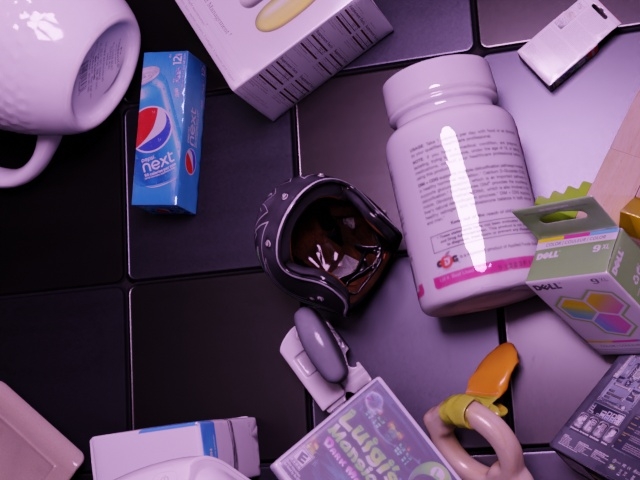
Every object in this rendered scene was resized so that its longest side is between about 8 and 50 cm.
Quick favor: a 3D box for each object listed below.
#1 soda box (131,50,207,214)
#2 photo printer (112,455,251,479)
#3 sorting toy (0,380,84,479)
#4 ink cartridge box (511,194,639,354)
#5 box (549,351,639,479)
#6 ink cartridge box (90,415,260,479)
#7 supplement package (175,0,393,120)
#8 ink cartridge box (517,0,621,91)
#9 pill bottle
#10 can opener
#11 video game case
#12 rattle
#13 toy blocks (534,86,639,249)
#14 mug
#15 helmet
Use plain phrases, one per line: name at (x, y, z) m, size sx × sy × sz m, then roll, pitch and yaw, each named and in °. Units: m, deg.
soda box at (-0.201, -0.143, 1.501) m, size 0.067 × 0.071 × 0.210 m, roll 0°, pitch 81°, yaw 17°
photo printer at (-0.134, 0.364, 1.254) m, size 0.256 × 0.307 × 0.107 m, roll -31°, pitch 32°, yaw 30°
sorting toy at (-0.431, 0.315, 1.508) m, size 0.348 × 0.047 × 0.196 m, roll 36°, pitch 88°, yaw 19°
ink cartridge box at (0.299, 0.044, 1.216) m, size 0.109 × 0.209 × 0.062 m, roll -10°, pitch 47°, yaw 49°
box at (0.378, 0.199, 1.182) m, size 0.183 × 0.059 × 0.233 m, roll -50°, pitch 27°, yaw -10°
ink cartridge box at (-0.170, 0.261, 1.359) m, size 0.140 × 0.191 × 0.082 m, roll -11°, pitch 79°, yaw 15°
supplement package at (-0.054, -0.303, 1.443) m, size 0.203 × 0.149 × 0.194 m, roll -36°, pitch 72°, yaw 9°
ink cartridge box at (0.308, -0.246, 1.387) m, size 0.115 × 0.029 × 0.063 m, roll -40°, pitch 71°, yaw 6°
pill bottle at (0.167, -0.064, 1.329) m, size 0.160 × 0.160 × 0.283 m, roll -15°, pitch 77°, yaw 14°
can opener at (0.044, 0.208, 1.361) m, size 0.074 × 0.093 × 0.280 m, roll -39°, pitch 77°, yaw 6°
video game case at (0.064, 0.279, 1.278) m, size 0.173 × 0.022 × 0.190 m, roll -36°, pitch 84°, yaw -29°
rattle at (0.226, 0.247, 1.327) m, size 0.199 × 0.143 × 0.130 m, roll 48°, pitch 129°, yaw 3°
toy blocks at (0.467, -0.060, 1.235) m, size 0.381 × 0.191 × 0.261 m, roll 23°, pitch 70°, yaw 22°
mug at (-0.434, -0.246, 1.511) m, size 0.328 × 0.276 × 0.374 m, roll 26°, pitch 119°, yaw 12°
helmet at (0.000, 0.000, 1.362) m, size 0.161 × 0.169 × 0.169 m, roll 34°, pitch 92°, yaw 11°
